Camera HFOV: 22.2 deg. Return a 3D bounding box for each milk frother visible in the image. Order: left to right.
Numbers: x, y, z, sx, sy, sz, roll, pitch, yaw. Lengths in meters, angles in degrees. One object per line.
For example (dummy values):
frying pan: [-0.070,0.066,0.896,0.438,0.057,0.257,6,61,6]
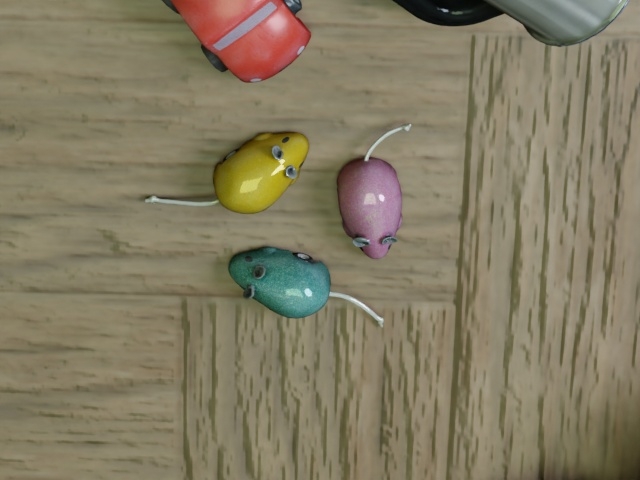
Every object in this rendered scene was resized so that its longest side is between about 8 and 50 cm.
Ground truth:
milk frother: [0.089,-0.194,0.877,0.135,0.129,0.143,23,76,-43]

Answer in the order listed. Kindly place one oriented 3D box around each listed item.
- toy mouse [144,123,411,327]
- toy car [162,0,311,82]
toy mouse: [0.000,0.000,0.965,0.161,0.031,0.143,-29,106,8]
toy car: [-0.125,-0.193,0.890,0.225,0.053,0.239,-5,108,0]
